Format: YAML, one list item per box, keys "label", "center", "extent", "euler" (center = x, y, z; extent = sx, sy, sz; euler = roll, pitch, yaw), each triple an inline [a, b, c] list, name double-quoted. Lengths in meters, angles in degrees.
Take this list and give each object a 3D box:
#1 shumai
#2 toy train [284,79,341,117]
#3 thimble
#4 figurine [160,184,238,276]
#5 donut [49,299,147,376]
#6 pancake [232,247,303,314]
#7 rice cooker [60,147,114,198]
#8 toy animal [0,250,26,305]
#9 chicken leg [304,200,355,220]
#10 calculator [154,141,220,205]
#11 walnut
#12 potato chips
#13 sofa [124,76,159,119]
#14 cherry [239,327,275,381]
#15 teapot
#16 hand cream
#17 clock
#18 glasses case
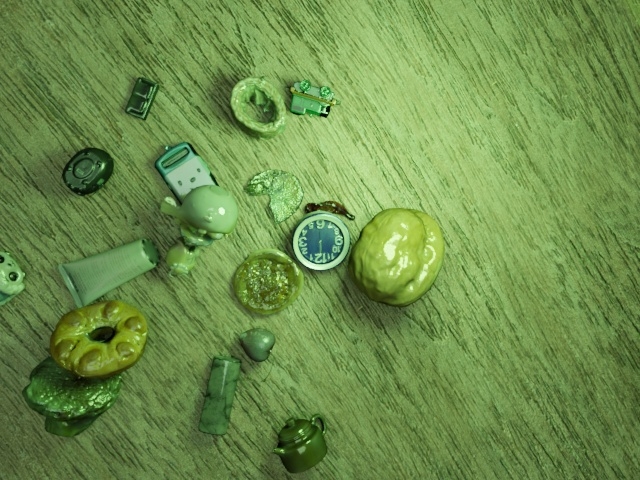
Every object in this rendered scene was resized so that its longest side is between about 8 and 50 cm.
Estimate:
- label: "shumai"
  center: [-0.920, 0.583, 1.817]
  extent: [0.309, 0.304, 0.263]
  euler: [25, 123, -5]
- label: "toy train"
  center: [-0.037, -0.547, 1.906]
  extent: [0.227, 0.091, 0.136]
  euler: [16, 101, -8]
- label: "thimble"
  center: [-0.238, -0.499, 1.853]
  extent: [0.196, 0.148, 0.229]
  euler: [-30, 93, -4]
- label: "figurine"
  center: [-0.482, -0.038, 1.805]
  extent: [0.274, 0.227, 0.394]
  euler: [30, 112, -8]
- label: "donut"
  center: [-0.791, 0.358, 1.765]
  extent: [0.317, 0.150, 0.299]
  euler: [20, 55, 2]
- label: "pancake"
  center: [-0.206, 0.165, 1.932]
  extent: [0.282, 0.049, 0.283]
  euler: [0, 94, -4]
- label: "rice cooker"
  center: [-0.863, -0.253, 1.800]
  extent: [0.142, 0.118, 0.203]
  euler: [38, 84, -7]
- label: "toy animal"
  center: [-1.203, 0.139, 1.758]
  extent: [0.204, 0.156, 0.208]
  euler: [-32, 99, -1]
- label: "chicken leg"
  center: [0.040, -0.120, 1.950]
  extent: [0.205, 0.053, 0.093]
  euler: [1, 115, 0]
- label: "calculator"
  center: [-0.507, -0.243, 1.878]
  extent: [0.173, 0.051, 0.293]
  euler: [-34, 96, -3]
- label: "walnut"
  center: [0.281, 0.063, 1.844]
  extent: [0.383, 0.383, 0.384]
  euler: [0, 92, -7]
- label: "potato chips"
  center: [-0.179, -0.188, 1.934]
  extent: [0.220, 0.029, 0.202]
  euler: [30, 88, -10]
- label: "sofa"
  center: [-0.679, -0.539, 1.841]
  extent: [0.085, 0.060, 0.147]
  euler: [23, 90, -7]
- label: "cherry"
  center: [-0.257, 0.432, 1.904]
  extent: [0.148, 0.115, 0.188]
  euler: [23, 95, -26]
- label: "teapot"
  center: [-0.076, 0.773, 1.907]
  extent: [0.267, 0.185, 0.175]
  euler: [-26, 95, -43]
- label: "hand cream"
  center: [-0.790, 0.109, 1.838]
  extent: [0.358, 0.118, 0.186]
  euler: [-23, 98, 2]
- label: "clock"
  center: [0.000, 0.000, 1.915]
  extent: [0.230, 0.083, 0.230]
  euler: [-2, 105, -8]
- label: "glasses case"
  center: [-0.395, 0.609, 1.918]
  extent: [0.114, 0.060, 0.299]
  euler: [11, 91, -7]
